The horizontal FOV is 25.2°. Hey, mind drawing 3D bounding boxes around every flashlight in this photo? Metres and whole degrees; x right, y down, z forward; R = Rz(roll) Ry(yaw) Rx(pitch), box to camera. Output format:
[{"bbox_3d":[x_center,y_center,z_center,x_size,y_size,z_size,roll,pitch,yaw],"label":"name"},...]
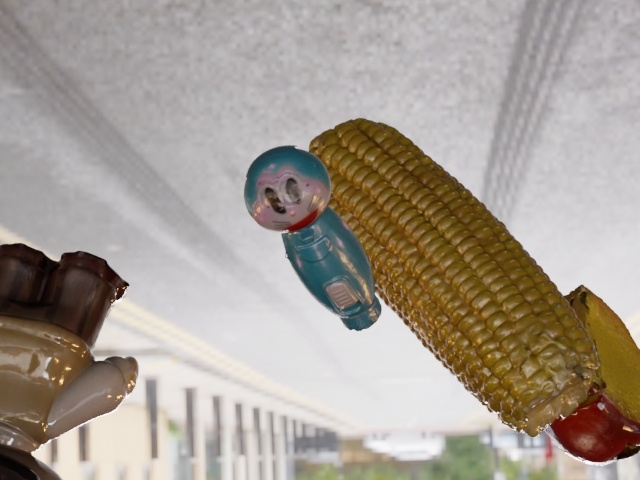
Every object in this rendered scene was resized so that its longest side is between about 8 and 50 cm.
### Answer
[{"bbox_3d":[0.000,0.000,0.823,0.051,0.051,0.129,-7,134,30],"label":"flashlight"}]

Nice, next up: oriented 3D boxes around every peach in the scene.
[{"bbox_3d":[0.246,0.133,1.332,0.127,0.172,0.092,16,131,-41],"label":"peach"}]

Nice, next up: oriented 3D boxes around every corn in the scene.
[{"bbox_3d":[0.108,0.024,1.255,0.131,0.344,0.131,-29,147,-21],"label":"corn"}]

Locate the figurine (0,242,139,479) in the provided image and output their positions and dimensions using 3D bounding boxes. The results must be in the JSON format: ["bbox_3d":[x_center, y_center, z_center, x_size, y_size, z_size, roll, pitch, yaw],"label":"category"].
[{"bbox_3d":[-0.264,0.190,1.139,0.218,0.365,0.206,16,138,0],"label":"figurine"}]
